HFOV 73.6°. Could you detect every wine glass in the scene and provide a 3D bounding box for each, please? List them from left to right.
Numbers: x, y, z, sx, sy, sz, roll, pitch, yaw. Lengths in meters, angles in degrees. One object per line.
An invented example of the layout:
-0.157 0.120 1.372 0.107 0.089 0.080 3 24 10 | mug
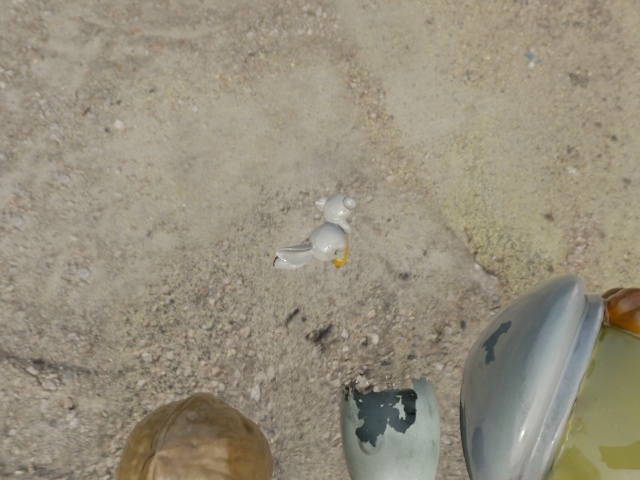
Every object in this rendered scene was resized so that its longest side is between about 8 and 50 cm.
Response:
0.122 0.407 0.750 0.190 0.190 0.358 4 64 -4 | wine glass

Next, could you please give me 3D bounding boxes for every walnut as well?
-0.266 0.485 0.917 0.305 0.344 0.306 -5 57 7 | walnut

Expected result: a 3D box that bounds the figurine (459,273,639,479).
0.245 0.193 0.292 0.204 0.225 0.382 -10 35 -20 | figurine

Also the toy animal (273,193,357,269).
0.000 0.000 0.856 0.127 0.131 0.182 27 75 6 | toy animal
